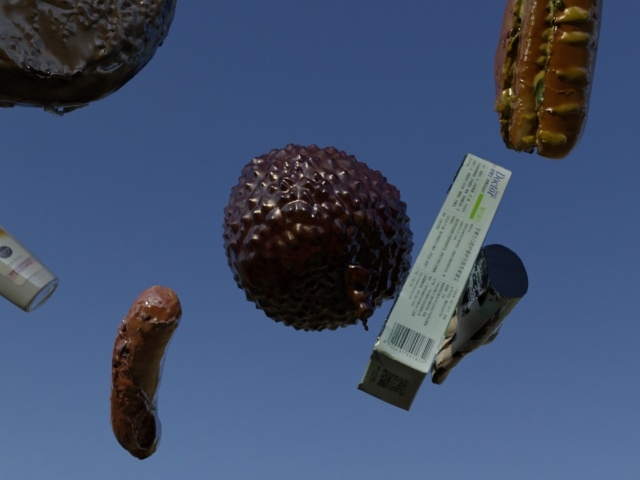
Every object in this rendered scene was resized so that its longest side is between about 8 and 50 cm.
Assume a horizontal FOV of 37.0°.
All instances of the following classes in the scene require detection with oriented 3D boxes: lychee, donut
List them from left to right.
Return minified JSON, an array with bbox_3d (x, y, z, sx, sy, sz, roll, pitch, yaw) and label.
[{"bbox_3d":[-0.253,-0.235,0.825,0.270,0.269,0.103,26,-19,-19],"label":"donut"},{"bbox_3d":[0.000,0.000,1.319,0.264,0.300,0.264,-22,-39,-19],"label":"lychee"}]

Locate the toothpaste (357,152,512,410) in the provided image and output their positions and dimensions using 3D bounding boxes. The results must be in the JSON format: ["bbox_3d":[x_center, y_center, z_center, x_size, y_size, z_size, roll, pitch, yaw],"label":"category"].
[{"bbox_3d":[0.137,0.035,1.084,0.067,0.336,0.081,25,-42,7],"label":"toothpaste"}]

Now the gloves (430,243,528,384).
[{"bbox_3d":[0.177,0.098,1.236,0.111,0.127,0.212,-16,-24,-35],"label":"gloves"}]

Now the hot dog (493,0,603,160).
[{"bbox_3d":[0.254,-0.224,1.077,0.115,0.268,0.072,13,18,41],"label":"hot dog"}]

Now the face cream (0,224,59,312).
[{"bbox_3d":[-0.470,0.019,1.374,0.198,0.084,0.057,38,-36,6],"label":"face cream"}]

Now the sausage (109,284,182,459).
[{"bbox_3d":[-0.249,0.189,1.324,0.087,0.079,0.326,25,-49,10],"label":"sausage"}]
